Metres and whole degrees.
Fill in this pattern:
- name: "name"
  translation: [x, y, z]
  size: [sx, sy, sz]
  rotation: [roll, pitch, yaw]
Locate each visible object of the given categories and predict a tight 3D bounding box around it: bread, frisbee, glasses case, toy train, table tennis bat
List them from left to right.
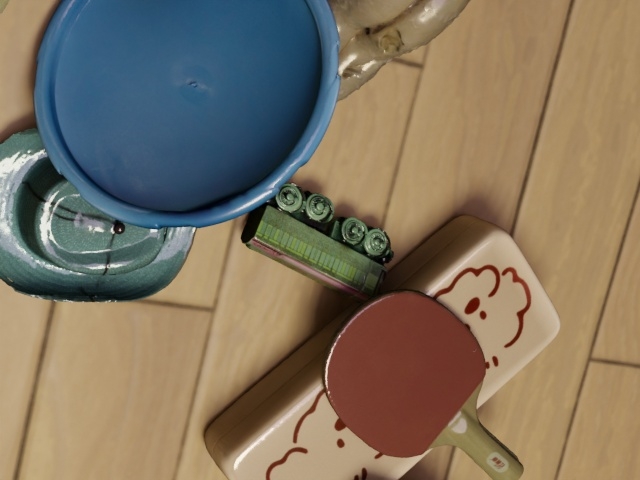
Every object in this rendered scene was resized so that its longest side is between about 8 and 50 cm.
- name: "frisbee"
  translation: [-0.100, -0.123, 0.826]
  size: [0.242, 0.045, 0.242]
  rotation: [-3, 78, 13]
- name: "toy train"
  translation: [0.000, 0.000, 0.966]
  size: [0.148, 0.038, 0.071]
  rotation: [28, 84, -26]
- name: "glasses case"
  translation: [0.062, 0.130, 1.010]
  size: [0.336, 0.076, 0.144]
  rotation: [-41, 116, -9]
- name: "bread"
  translation: [0.082, -0.248, 0.860]
  size: [0.102, 0.183, 0.337]
  rotation: [36, 90, -30]
- name: "table tennis bat"
  translation: [0.102, 0.145, 0.979]
  size: [0.138, 0.022, 0.246]
  rotation: [-47, 114, -5]

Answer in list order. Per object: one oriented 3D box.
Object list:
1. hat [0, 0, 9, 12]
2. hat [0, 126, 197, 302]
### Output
- name: "hat"
  translation: [-0.318, -0.186, 0.672]
  size: [0.252, 0.110, 0.252]
  rotation: [0, 133, 0]
- name: "hat"
  translation: [-0.178, -0.016, 0.864]
  size: [0.191, 0.078, 0.138]
  rotation: [7, 98, -25]
